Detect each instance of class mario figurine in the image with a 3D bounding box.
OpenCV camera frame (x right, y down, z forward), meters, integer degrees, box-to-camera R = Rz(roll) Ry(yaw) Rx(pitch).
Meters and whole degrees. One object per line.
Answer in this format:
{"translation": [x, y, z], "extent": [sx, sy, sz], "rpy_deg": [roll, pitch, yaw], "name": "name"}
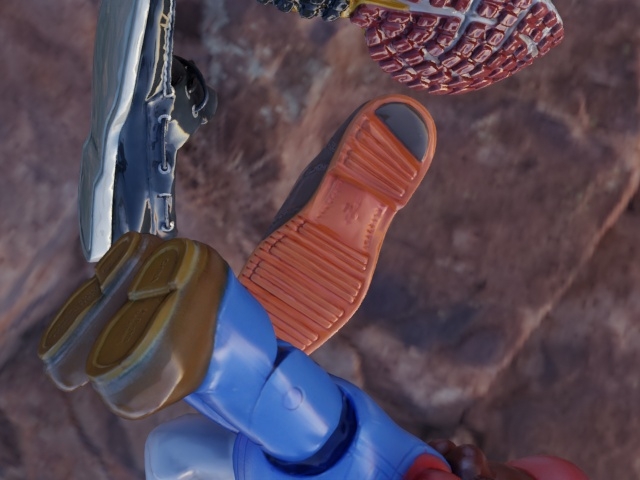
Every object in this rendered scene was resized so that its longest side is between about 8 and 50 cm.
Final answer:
{"translation": [0.009, 0.142, 0.727], "extent": [0.320, 0.198, 0.170], "rpy_deg": [38, 112, -20], "name": "mario figurine"}

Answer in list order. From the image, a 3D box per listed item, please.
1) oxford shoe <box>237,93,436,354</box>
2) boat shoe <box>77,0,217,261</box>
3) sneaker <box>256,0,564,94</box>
{"translation": [0.000, 0.000, 1.750], "extent": [0.130, 0.364, 0.133], "rpy_deg": [38, 173, -13], "name": "oxford shoe"}
{"translation": [-0.155, -0.121, 1.461], "extent": [0.113, 0.127, 0.340], "rpy_deg": [-1, 125, -20], "name": "boat shoe"}
{"translation": [0.040, -0.147, 0.773], "extent": [0.088, 0.093, 0.225], "rpy_deg": [-30, 139, 35], "name": "sneaker"}
